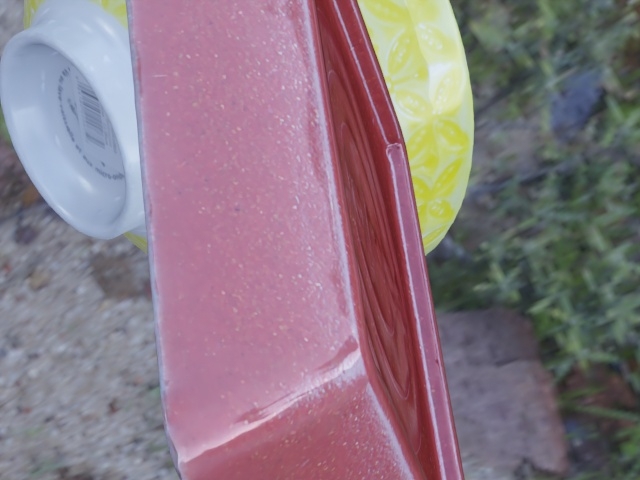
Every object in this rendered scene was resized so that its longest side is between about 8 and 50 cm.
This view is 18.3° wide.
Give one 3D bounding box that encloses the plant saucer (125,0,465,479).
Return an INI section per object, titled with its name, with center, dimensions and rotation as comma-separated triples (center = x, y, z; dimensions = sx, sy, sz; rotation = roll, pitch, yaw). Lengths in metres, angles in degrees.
[plant saucer]
center = 0.000, 0.000, 0.611
dimensions = 0.047, 0.258, 0.259
rotation = -12, 58, 8

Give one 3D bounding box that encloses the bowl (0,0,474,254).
[bowl]
center = -0.074, -0.083, 1.054
dimensions = 0.156, 0.289, 0.289
rotation = -28, 89, -33
